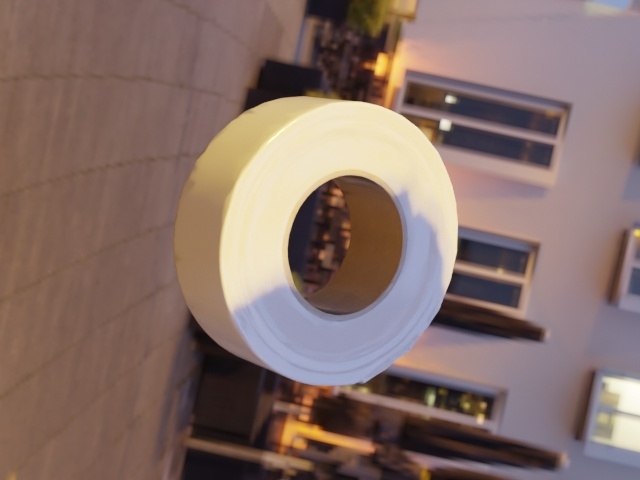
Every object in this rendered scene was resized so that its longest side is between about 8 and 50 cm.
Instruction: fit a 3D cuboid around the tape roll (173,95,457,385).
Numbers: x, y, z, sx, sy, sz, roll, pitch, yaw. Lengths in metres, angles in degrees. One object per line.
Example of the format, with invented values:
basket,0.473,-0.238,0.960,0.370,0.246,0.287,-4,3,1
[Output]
tape roll,0.000,0.000,1.276,0.100,0.286,0.286,14,-88,54
